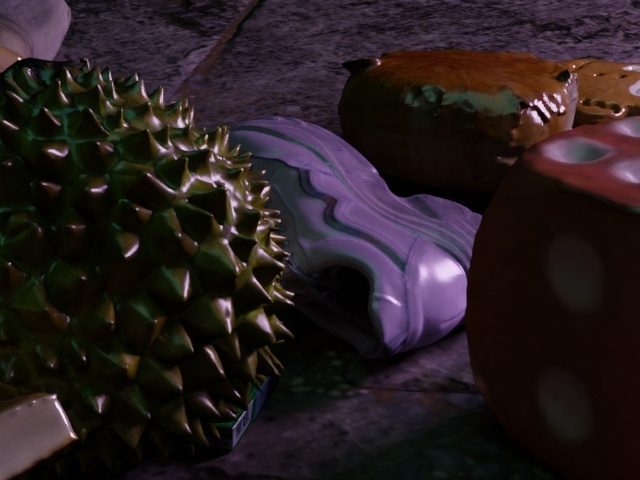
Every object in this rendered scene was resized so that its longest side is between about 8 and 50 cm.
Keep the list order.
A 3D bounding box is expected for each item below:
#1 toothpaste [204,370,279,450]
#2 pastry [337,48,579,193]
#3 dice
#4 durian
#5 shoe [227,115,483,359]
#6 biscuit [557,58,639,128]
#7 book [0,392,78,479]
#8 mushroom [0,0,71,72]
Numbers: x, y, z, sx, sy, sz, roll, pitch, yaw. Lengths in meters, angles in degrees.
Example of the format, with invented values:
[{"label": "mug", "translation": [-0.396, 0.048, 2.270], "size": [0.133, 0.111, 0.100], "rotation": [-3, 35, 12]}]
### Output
[{"label": "toothpaste", "translation": [-0.048, 0.099, 0.848], "size": [0.020, 0.017, 0.083], "rotation": [8, 26, 16]}, {"label": "pastry", "translation": [0.129, -0.107, 1.193], "size": [0.218, 0.100, 0.229], "rotation": [-6, 20, -20]}, {"label": "dice", "translation": [0.198, 0.033, 0.793], "size": [0.174, 0.179, 0.175], "rotation": [-18, 32, -33]}, {"label": "durian", "translation": [-0.141, 0.025, 0.780], "size": [0.291, 0.225, 0.291], "rotation": [-12, -16, -3]}, {"label": "shoe", "translation": [0.000, 0.000, 0.953], "size": [0.245, 0.095, 0.137], "rotation": [29, 35, 26]}, {"label": "biscuit", "translation": [0.317, -0.134, 1.323], "size": [0.249, 0.035, 0.184], "rotation": [17, 30, 34]}, {"label": "book", "translation": [-0.301, 0.142, 0.550], "size": [0.269, 0.032, 0.389], "rotation": [-26, 7, -42]}, {"label": "mushroom", "translation": [-0.327, -0.194, 1.382], "size": [0.159, 0.122, 0.329], "rotation": [-14, 27, -6]}]
